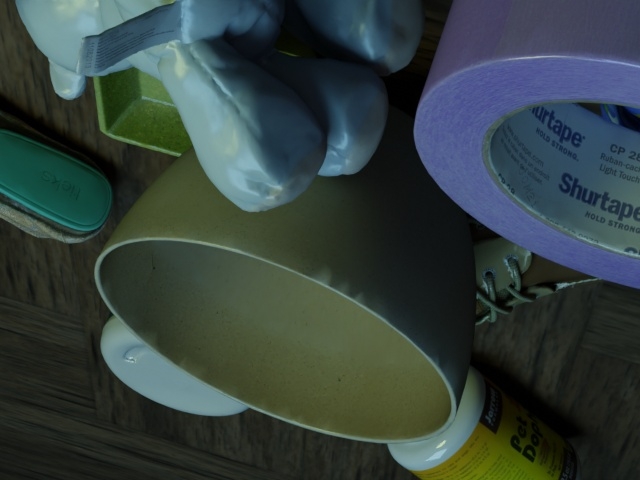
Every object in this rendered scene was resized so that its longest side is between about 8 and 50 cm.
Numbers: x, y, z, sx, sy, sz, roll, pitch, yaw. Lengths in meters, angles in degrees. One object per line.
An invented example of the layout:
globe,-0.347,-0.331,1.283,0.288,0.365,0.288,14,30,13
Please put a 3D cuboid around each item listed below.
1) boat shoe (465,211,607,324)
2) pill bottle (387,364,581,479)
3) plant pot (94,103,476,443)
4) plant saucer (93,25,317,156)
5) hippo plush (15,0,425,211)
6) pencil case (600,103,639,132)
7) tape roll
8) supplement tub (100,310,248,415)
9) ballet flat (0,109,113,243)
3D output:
boat shoe,0.132,0.013,1.568,0.324,0.120,0.122,0,146,31
pill bottle,0.145,0.194,1.872,0.215,0.117,0.117,38,146,-30
plant pot,0.000,0.000,1.448,0.284,0.191,0.284,20,154,10
plant saucer,-0.086,-0.127,1.540,0.188,0.045,0.188,15,151,7
hippo plush,-0.100,-0.136,1.315,0.294,0.234,0.236,-14,-171,-38
pencil case,0.237,-0.105,1.296,0.119,0.133,0.306,-23,142,5
tape roll,0.197,-0.067,1.144,0.274,0.090,0.275,17,157,8
supplement tub,-0.091,0.033,1.655,0.144,0.200,0.144,14,151,8
ballet flat,-0.328,-0.087,1.704,0.316,0.108,0.106,37,160,-27
